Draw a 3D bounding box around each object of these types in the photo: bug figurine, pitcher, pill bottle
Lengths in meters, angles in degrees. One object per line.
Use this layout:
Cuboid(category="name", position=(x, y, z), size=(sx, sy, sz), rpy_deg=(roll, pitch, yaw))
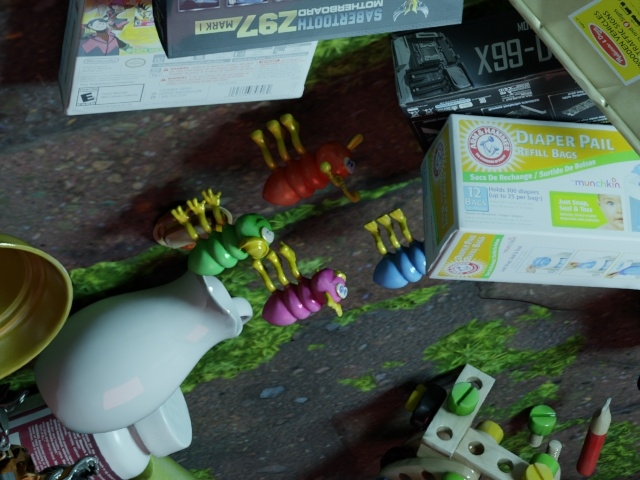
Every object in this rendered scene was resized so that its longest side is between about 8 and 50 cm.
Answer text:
Cuboid(category="bug figurine", position=(0.000, 0.000, 1.784), size=(0.216, 0.072, 0.279), rpy_deg=(-28, 142, 22))
Cuboid(category="pitcher", position=(-0.171, 0.109, 1.939), size=(0.207, 0.125, 0.178), rpy_deg=(-32, 163, 7))
Cuboid(category="pill bottle", position=(-0.258, 0.211, 2.061), size=(0.221, 0.121, 0.121), rpy_deg=(-20, 152, 10))

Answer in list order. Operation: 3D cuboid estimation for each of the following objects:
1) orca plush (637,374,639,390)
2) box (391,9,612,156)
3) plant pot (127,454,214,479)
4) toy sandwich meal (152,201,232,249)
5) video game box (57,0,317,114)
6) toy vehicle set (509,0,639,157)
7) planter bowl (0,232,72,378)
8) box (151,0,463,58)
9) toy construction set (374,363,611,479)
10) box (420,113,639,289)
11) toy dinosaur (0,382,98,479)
Cuboid(category="orca plush", position=(0.386, 0.093, 2.174), size=(0.151, 0.102, 0.287), rpy_deg=(-44, 173, 16))
Cuboid(category="box", position=(0.240, -0.123, 1.700), size=(0.307, 0.077, 0.242), rpy_deg=(-11, 153, 13))
Cuboid(category="plant pot", position=(-0.224, 0.338, 2.201), size=(0.276, 0.276, 0.254), rpy_deg=(-20, 139, 9))
Cuboid(category="toy sandwich meal", position=(-0.120, -0.008, 1.829), size=(0.085, 0.029, 0.085), rpy_deg=(-12, 152, -6))
Cuboid(category="video game box", position=(-0.098, -0.175, 1.520), size=(0.205, 0.048, 0.187), rpy_deg=(-6, 152, -18))
Cuboid(category="toy vehicle set", position=(0.255, -0.174, 1.500), size=(0.267, 0.035, 0.166), rpy_deg=(48, 138, -14))
Cuboid(category="planter bowl", position=(-0.340, 0.044, 1.736), size=(0.217, 0.090, 0.217), rpy_deg=(-19, 146, -13))
Cuboid(category="box", position=(-0.007, -0.232, 1.394), size=(0.232, 0.059, 0.183), rpy_deg=(-8, 131, -11))
Cuboid(category="toy construction set", position=(0.226, 0.255, 2.318), size=(0.309, 0.257, 0.237), rpy_deg=(-24, 145, -28))
Cuboid(category="box", position=(0.196, -0.032, 1.659), size=(0.203, 0.114, 0.103), rpy_deg=(3, 155, -12))
Cuboid(category="toy dinosaur", position=(-0.377, 0.235, 1.921), size=(0.321, 0.218, 0.164), rpy_deg=(0, 157, -4))
